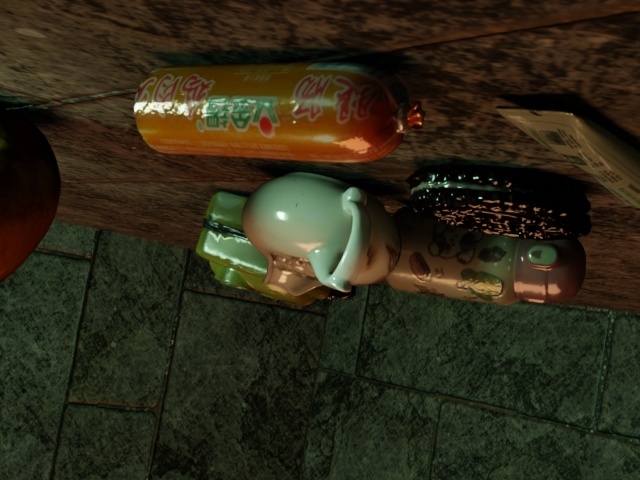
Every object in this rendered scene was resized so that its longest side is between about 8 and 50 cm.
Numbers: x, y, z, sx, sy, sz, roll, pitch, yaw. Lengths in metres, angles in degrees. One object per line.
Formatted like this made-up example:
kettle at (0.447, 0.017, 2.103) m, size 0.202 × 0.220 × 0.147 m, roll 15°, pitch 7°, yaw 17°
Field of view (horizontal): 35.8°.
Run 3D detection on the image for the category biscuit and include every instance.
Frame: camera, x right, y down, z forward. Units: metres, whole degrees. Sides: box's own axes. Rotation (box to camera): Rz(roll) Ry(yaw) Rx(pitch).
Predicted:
biscuit at (0.183, -0.037, 1.018) m, size 0.194 × 0.053 × 0.194 m, roll 10°, pitch 174°, yaw 1°

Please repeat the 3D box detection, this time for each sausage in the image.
sausage at (-0.028, -0.092, 0.702) m, size 0.234 × 0.071 × 0.071 m, roll 6°, pitch 174°, yaw 37°

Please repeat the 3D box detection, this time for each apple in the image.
apple at (-0.402, -0.057, 1.101) m, size 0.230 × 0.230 × 0.230 m, roll 10°, pitch 175°, yaw 1°

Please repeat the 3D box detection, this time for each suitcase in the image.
suitcase at (-0.069, 0.020, 1.564) m, size 0.234 × 0.143 × 0.194 m, roll 16°, pitch 177°, yaw 22°

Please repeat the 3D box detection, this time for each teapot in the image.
teapot at (0.000, 0.000, 1.224) m, size 0.204 × 0.139 × 0.298 m, roll 23°, pitch 169°, yaw -10°

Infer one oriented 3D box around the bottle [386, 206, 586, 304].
bottle at (0.215, 0.022, 1.289) m, size 0.253 × 0.120 × 0.120 m, roll 6°, pitch 174°, yaw 28°

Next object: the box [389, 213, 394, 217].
box at (0.138, -0.014, 1.459) m, size 0.218 × 0.040 × 0.055 m, roll 6°, pitch 175°, yaw 42°

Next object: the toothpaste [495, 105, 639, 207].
toothpaste at (0.213, -0.065, 0.752) m, size 0.064 × 0.041 × 0.218 m, roll 13°, pitch 175°, yaw 43°
